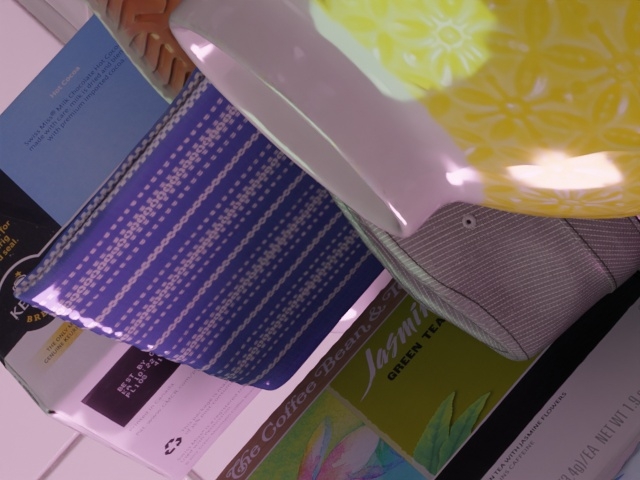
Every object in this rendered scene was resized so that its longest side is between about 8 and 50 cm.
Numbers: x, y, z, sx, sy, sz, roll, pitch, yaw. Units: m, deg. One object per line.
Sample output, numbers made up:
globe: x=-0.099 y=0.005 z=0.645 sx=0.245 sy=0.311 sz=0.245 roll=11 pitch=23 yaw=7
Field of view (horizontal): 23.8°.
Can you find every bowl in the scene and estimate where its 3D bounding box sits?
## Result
bowl: x=0.040 y=-0.095 z=0.538 sx=0.289 sy=0.156 sz=0.289 roll=42 pitch=175 yaw=5

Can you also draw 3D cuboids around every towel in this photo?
towel: x=-0.041 y=-0.015 z=1.067 sx=0.040 sy=0.243 sz=0.336 roll=43 pitch=-174 yaw=30

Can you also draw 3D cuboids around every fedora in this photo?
fedora: x=0.095 y=-0.020 z=0.941 sx=0.275 sy=0.124 sz=0.244 roll=42 pitch=176 yaw=-3

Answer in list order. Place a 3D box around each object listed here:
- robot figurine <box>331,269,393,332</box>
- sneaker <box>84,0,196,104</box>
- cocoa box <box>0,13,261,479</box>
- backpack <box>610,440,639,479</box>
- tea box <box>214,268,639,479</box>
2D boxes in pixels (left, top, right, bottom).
robot figurine: x=0.003 y=0.000 z=1.598 sx=0.209 sy=0.173 sz=0.278 roll=4 pitch=-174 yaw=-16
sneaker: x=-0.131 y=-0.223 z=1.029 sx=0.302 sy=0.108 sz=0.121 roll=57 pitch=-162 yaw=-15
cocoa box: x=-0.115 y=-0.026 z=1.216 sx=0.228 sy=0.347 sz=0.231 roll=40 pitch=175 yaw=29
backpack: x=0.309 y=0.213 z=0.791 sx=0.355 sy=0.273 sz=0.290 roll=53 pitch=-175 yaw=18
tea box: x=0.146 y=0.184 z=1.115 sx=0.220 sy=0.329 sz=0.323 roll=44 pitch=174 yaw=-31
